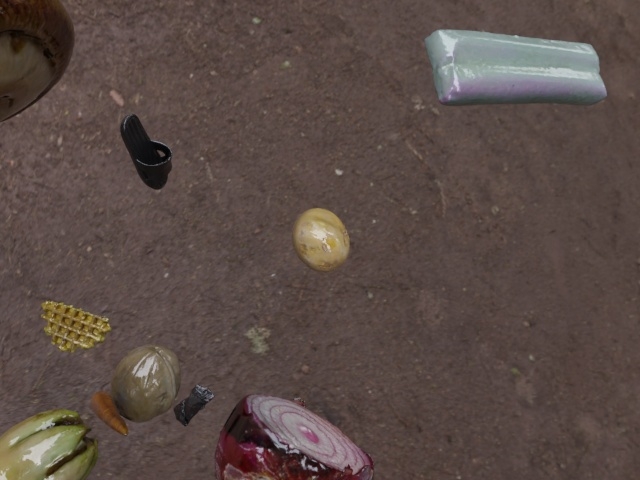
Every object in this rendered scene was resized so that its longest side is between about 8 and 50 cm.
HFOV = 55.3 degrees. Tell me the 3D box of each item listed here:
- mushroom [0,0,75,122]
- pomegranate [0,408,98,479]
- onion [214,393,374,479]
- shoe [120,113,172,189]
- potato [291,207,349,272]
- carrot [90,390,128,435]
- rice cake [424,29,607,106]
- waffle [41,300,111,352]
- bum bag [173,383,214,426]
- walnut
[{"bbox_3d":[-0.461,-0.204,0.784,0.345,0.345,0.259,-37,96,-33],"label":"mushroom"},{"bbox_3d":[-0.307,0.209,0.464,0.190,0.159,0.240,35,81,-25],"label":"pomegranate"},{"bbox_3d":[-0.041,0.271,0.760,0.195,0.218,0.139,20,96,-14],"label":"onion"},{"bbox_3d":[-0.277,-0.142,1.014,0.159,0.053,0.062,71,28,-50],"label":"shoe"},{"bbox_3d":[0.000,0.000,1.163,0.110,0.178,0.118,-8,103,-1],"label":"potato"},{"bbox_3d":[-0.438,0.366,1.277,0.048,0.216,0.048,-6,102,-33],"label":"carrot"},{"bbox_3d":[0.220,-0.185,0.670,0.222,0.042,0.080,-4,71,-23],"label":"rice cake"},{"bbox_3d":[-0.662,0.221,1.655,0.192,0.046,0.160,-18,80,8],"label":"waffle"},{"bbox_3d":[-0.318,0.406,1.514,0.124,0.034,0.058,-44,88,11],"label":"bum bag"},{"bbox_3d":[-0.347,0.283,1.220,0.140,0.140,0.162,-11,114,-33],"label":"walnut"}]
